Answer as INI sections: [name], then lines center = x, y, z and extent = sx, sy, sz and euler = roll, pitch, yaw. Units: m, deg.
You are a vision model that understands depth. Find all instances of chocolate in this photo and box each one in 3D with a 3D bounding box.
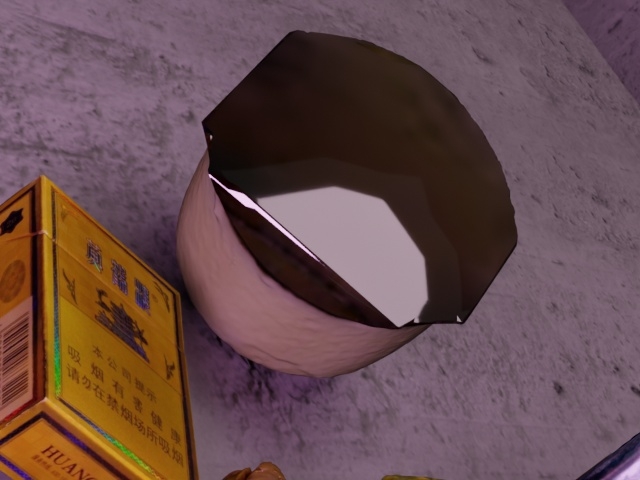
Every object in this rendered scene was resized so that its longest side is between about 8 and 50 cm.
[chocolate]
center = 0.000, 0.000, 1.810
extent = 0.314, 0.297, 0.326
euler = 37, 42, -1

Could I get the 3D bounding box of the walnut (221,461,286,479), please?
[walnut]
center = -0.056, 0.277, 1.474
extent = 0.137, 0.137, 0.245
euler = 35, 16, -20

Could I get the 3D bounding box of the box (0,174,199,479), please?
[box]
center = -0.200, 0.105, 1.516
extent = 0.193, 0.084, 0.301
euler = 45, 20, -33

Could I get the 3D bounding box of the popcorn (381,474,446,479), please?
[popcorn]
center = 0.091, 0.303, 1.573
extent = 0.204, 0.184, 0.221
euler = 51, 8, 33

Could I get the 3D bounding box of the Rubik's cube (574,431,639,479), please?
[Rubik's cube]
center = 0.438, 0.330, 1.831
extent = 0.359, 0.363, 0.362
euler = 51, 16, 13
